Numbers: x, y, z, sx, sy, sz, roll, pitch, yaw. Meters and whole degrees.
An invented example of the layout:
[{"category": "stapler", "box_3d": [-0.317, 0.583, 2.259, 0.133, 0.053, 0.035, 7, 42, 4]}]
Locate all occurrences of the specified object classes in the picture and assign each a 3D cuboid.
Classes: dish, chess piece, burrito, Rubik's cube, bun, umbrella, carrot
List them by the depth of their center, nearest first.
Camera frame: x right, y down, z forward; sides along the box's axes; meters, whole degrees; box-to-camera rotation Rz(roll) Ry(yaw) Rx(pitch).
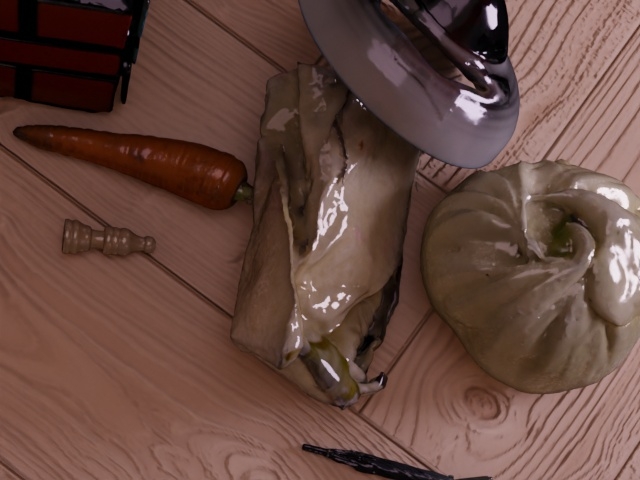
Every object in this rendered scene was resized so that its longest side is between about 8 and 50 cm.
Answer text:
[{"category": "Rubik's cube", "box_3d": [-0.302, -0.309, 1.717, 0.293, 0.283, 0.288, 10, 71, -10]}, {"category": "burrito", "box_3d": [-0.003, -0.001, 1.752, 0.135, 0.190, 0.332, -1, 67, 28]}, {"category": "umbrella", "box_3d": [0.111, 0.244, 1.759, 0.269, 0.044, 0.044, 11, 110, 0]}, {"category": "dish", "box_3d": [0.119, -0.216, 1.761, 0.273, 0.134, 0.273, 33, 32, -24]}, {"category": "chess piece", "box_3d": [-0.210, 0.000, 1.773, 0.092, 0.035, 0.035, 6, 73, -11]}, {"category": "bun", "box_3d": [0.228, 0.029, 1.775, 0.259, 0.160, 0.259, 3, 76, -11]}, {"category": "carrot", "box_3d": [-0.184, -0.085, 1.796, 0.257, 0.061, 0.061, 17, 72, 3]}]
